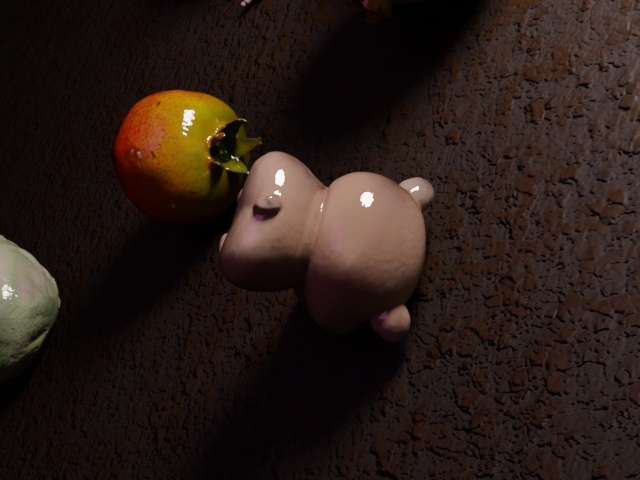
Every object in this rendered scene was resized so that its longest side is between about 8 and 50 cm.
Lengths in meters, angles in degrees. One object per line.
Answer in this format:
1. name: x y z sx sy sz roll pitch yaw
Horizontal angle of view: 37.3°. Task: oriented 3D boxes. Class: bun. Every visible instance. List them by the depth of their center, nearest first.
1. bun: -0.577 0.135 1.760 0.283 0.179 0.283 -17 70 53

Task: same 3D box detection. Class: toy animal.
1. toy animal: -0.001 -0.006 1.144 0.230 0.221 0.210 -3 65 49

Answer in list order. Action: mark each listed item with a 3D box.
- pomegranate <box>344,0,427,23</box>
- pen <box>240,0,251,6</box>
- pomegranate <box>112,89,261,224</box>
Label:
1. pomegranate: 0.114 -0.461 1.320 0.319 0.319 0.319 -29 43 32
2. pen: -0.085 -0.521 1.810 0.197 0.032 0.053 -47 37 10
3. pomegranate: -0.208 -0.138 1.507 0.257 0.221 0.220 -8 57 37
